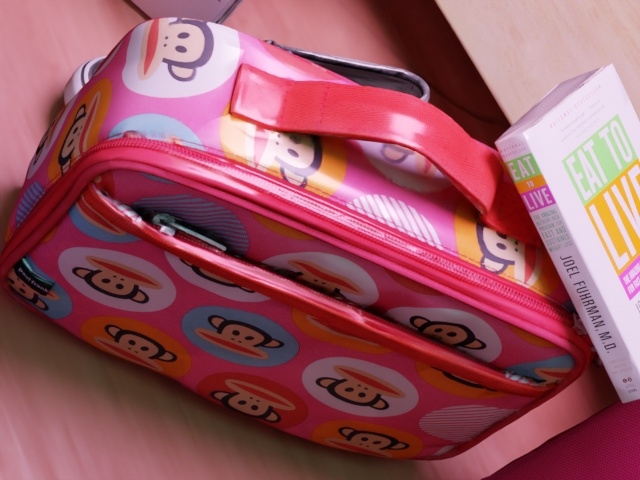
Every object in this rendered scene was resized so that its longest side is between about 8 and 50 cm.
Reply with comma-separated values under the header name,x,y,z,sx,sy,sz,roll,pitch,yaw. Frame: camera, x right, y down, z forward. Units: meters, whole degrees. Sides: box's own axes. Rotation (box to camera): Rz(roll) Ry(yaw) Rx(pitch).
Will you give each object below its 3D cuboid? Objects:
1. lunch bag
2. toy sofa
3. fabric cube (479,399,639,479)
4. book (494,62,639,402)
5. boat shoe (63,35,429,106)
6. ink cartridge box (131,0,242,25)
name,x,y,z,sx,sy,sz,roll,pitch,yaw
lunch bag,0.000,0.000,1.028,0.293,0.258,0.120,23,60,-17
toy sofa,0.181,-0.111,1.192,0.362,0.150,0.177,60,18,6
fabric cube,0.299,0.158,1.084,0.259,0.258,0.254,-19,75,-45
book,0.144,-0.004,0.982,0.096,0.035,0.144,-39,105,-50
boat shoe,-0.040,-0.087,1.150,0.219,0.070,0.077,3,51,-30
ink cartridge box,-0.064,-0.259,1.200,0.172,0.100,0.237,40,56,-7
